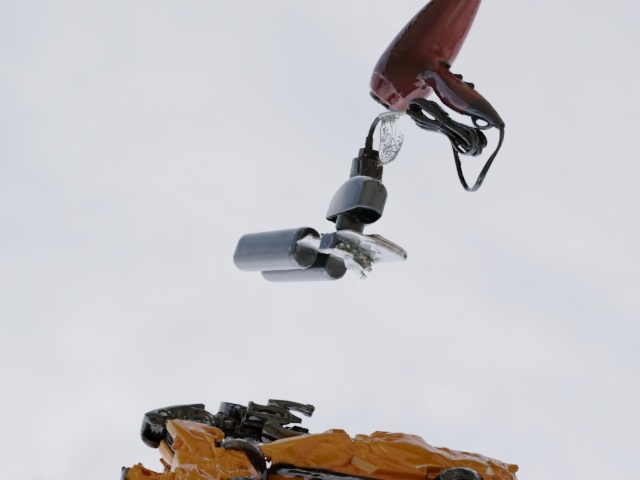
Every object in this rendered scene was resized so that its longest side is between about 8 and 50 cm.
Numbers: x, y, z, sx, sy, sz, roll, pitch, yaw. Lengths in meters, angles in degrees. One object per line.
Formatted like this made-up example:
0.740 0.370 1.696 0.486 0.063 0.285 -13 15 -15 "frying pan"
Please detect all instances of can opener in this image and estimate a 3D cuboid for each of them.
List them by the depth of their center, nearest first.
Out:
0.000 0.000 1.306 0.074 0.280 0.093 24 -108 -25 "can opener"

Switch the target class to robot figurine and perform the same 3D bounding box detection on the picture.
0.010 0.188 0.818 0.291 0.085 0.211 10 -159 -14 "robot figurine"

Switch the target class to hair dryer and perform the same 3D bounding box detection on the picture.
0.149 -0.181 1.477 0.080 0.224 0.293 26 -113 -45 "hair dryer"
